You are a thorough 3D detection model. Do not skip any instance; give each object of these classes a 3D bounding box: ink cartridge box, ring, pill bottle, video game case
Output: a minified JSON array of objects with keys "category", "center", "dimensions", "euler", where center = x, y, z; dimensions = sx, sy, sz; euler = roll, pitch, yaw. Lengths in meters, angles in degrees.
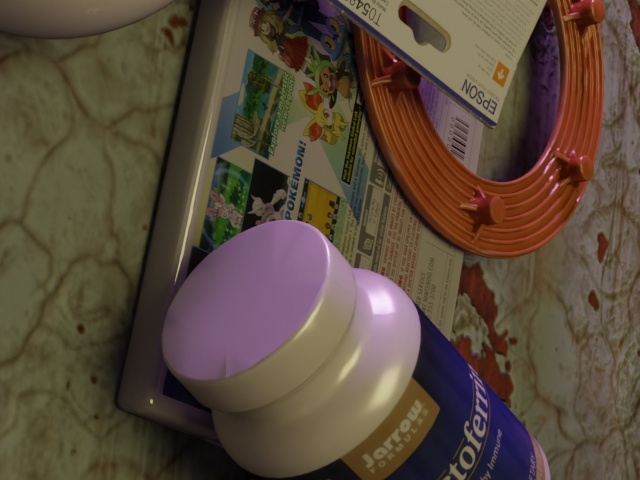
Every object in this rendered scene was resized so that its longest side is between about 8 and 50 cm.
[{"category":"ink cartridge box","center":[0.092,-0.226,1.308],"dimensions":[0.223,0.045,0.224],"euler":[33,77,-43]},{"category":"ring","center":[0.139,-0.154,1.433],"dimensions":[0.336,0.032,0.337],"euler":[9,78,-49]},{"category":"pill bottle","center":[0.024,0.113,1.180],"dimensions":[0.265,0.153,0.153],"euler":[47,53,-36]},{"category":"video game case","center":[0.000,0.000,1.305],"dimensions":[0.300,0.036,0.329],"euler":[28,67,-45]}]

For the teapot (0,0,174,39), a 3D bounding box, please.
[{"category":"teapot","center":[-0.126,-0.238,1.019],"dimensions":[0.252,0.187,0.256],"euler":[20,75,-29]}]
